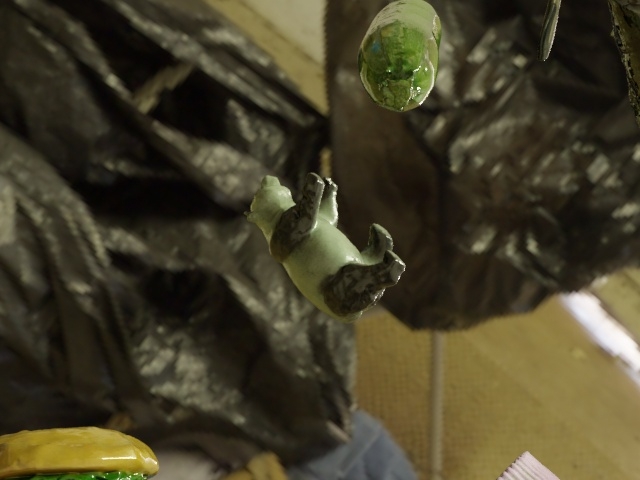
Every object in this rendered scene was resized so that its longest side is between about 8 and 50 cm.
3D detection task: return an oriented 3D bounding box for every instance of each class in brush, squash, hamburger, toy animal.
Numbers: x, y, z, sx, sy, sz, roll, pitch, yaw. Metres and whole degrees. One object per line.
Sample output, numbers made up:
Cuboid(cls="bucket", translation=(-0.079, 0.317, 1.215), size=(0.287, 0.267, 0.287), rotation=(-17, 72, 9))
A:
Cuboid(cls="brush", translation=(0.276, -0.301, 1.612), size=(0.016, 0.193, 0.063), rotation=(19, 9, 35))
Cuboid(cls="squash", translation=(0.097, -0.226, 1.701), size=(0.101, 0.101, 0.378), rotation=(35, 21, -9))
Cuboid(cls="hamburger", translation=(-0.193, 0.197, 1.032), size=(0.162, 0.162, 0.115), rotation=(11, 68, -51))
Cuboid(cls="toy animal", translation=(0.000, 0.000, 1.688), size=(0.225, 0.121, 0.094), rotation=(46, 11, 17))

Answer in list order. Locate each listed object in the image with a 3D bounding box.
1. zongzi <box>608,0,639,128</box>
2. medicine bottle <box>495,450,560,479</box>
Cuboid(cls="zongzi", translation=(0.419, -0.086, 1.299), size=(0.383, 0.319, 0.362), rotation=(-6, 73, -56))
Cuboid(cls="medicine bottle", translation=(0.250, 0.362, 1.358), size=(0.291, 0.178, 0.178), rotation=(43, 20, 13))
